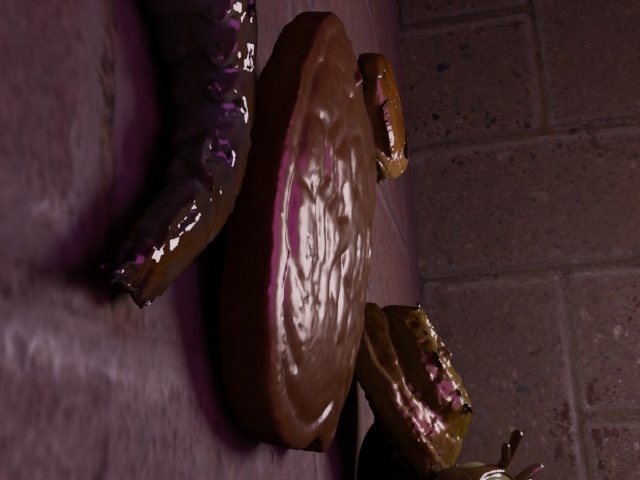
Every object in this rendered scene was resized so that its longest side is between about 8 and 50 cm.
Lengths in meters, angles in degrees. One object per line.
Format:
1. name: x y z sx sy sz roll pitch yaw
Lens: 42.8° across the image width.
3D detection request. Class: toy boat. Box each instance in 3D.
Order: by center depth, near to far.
1. toy boat: 0.099 0.356 1.151 0.097 0.100 0.223 -167 -110 -75

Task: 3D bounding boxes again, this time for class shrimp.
1. shrimp: -0.086 -0.092 0.506 0.185 0.068 0.287 55 40 -69

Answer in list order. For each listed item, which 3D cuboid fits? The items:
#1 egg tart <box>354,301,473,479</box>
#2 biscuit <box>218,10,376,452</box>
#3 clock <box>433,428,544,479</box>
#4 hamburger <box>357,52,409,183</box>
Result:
1. egg tart: 0.131 0.192 1.118 0.290 0.115 0.290 57 10 -16
2. biscuit: 0.002 0.000 0.744 0.365 0.062 0.385 66 30 -63
3. clock: 0.186 0.392 1.056 0.096 0.308 0.235 33 -13 43
4. hamburger: 0.075 -0.193 1.301 0.214 0.108 0.214 -10 90 -77
